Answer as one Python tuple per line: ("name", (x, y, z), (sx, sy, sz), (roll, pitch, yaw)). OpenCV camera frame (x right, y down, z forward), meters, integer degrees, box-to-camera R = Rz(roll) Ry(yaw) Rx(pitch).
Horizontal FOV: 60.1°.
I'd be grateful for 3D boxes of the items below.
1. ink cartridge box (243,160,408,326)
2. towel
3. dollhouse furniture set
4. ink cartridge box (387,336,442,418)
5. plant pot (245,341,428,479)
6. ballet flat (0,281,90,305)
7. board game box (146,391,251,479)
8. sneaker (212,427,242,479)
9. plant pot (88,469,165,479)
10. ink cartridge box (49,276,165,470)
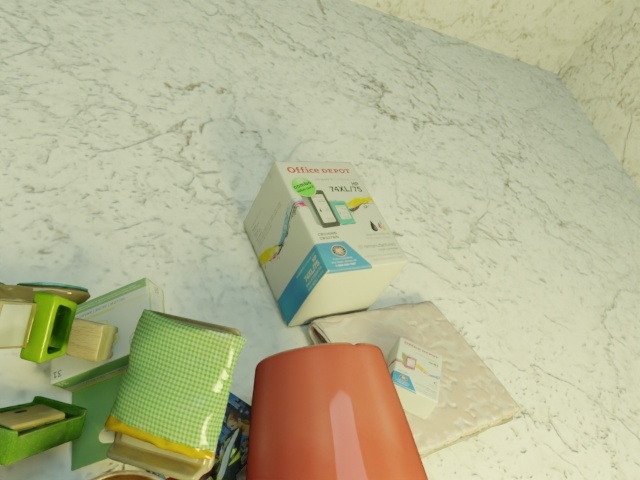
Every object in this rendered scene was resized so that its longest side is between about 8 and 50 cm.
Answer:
("ink cartridge box", (0.000, 0.000, 1.129), (0.198, 0.197, 0.270), (-5, 55, -34))
("towel", (0.183, 0.253, 1.077), (0.332, 0.053, 0.317), (-3, 42, -37))
("dollhouse furniture set", (-0.275, 0.182, 0.702), (0.301, 0.151, 0.198), (9, 83, 13))
("ink cartridge box", (0.163, 0.241, 0.985), (0.088, 0.052, 0.122), (25, 32, 1))
("plant pot", (0.014, 0.288, 0.792), (0.275, 0.275, 0.243), (5, 63, -27))
("ballet flat", (-0.485, 0.097, 0.860), (0.232, 0.080, 0.073), (9, 71, -18))
("board game box", (-0.197, 0.290, 0.854), (0.194, 0.060, 0.194), (43, 44, 12))
("sneaker", (-0.129, 0.316, 0.808), (0.035, 0.031, 0.083), (36, 46, -17))
("plant pot", (-0.248, 0.386, 0.660), (0.167, 0.165, 0.167), (16, 45, -17))
("ink cartridge box", (-0.309, 0.189, 0.813), (0.171, 0.056, 0.235), (-22, 53, 8))
